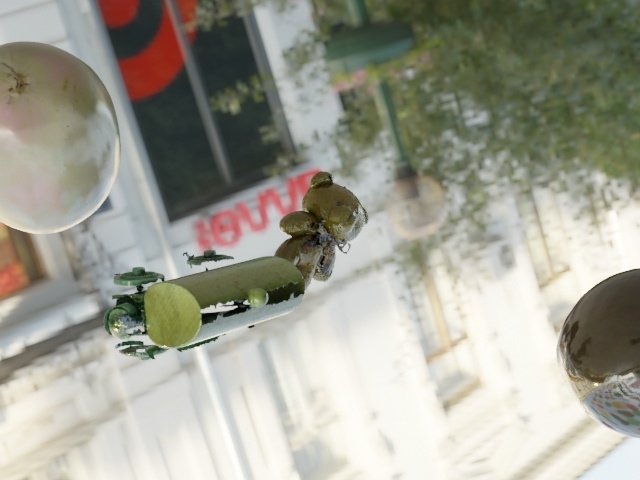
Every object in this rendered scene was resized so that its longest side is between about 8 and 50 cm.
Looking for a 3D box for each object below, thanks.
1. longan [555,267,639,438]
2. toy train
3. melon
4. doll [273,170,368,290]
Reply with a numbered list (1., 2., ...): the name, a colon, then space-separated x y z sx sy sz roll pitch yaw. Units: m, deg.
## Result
1. longan: 0.398 0.141 1.703 0.248 0.248 0.248 -16 -169 3
2. toy train: -0.152 0.093 1.877 0.189 0.126 0.307 10 -168 29
3. melon: -0.376 -0.132 1.836 0.223 0.223 0.317 -19 162 -12
4. doll: 0.000 0.000 2.085 0.097 0.137 0.209 -1 -131 44
